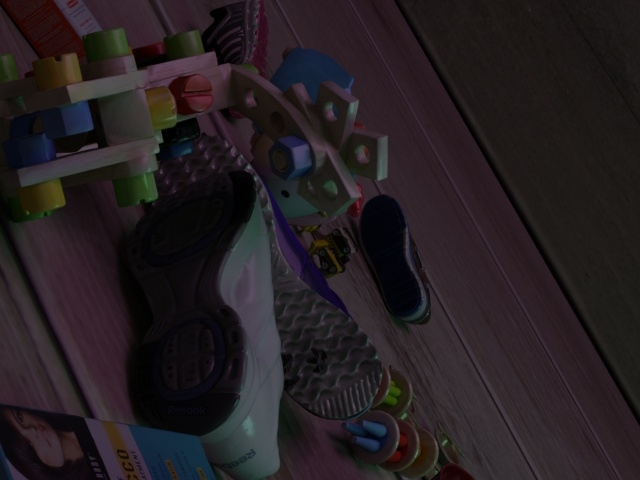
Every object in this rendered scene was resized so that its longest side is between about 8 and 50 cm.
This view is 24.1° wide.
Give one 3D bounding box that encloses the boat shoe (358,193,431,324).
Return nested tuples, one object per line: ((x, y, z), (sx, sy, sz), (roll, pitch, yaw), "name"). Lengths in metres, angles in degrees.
((0.096, 0.028, 1.905), (0.066, 0.066, 0.183), (44, 29, -56), "boat shoe")

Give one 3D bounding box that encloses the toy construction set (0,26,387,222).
((-0.113, -0.090, 1.101), (0.327, 0.215, 0.151), (0, 87, -41), "toy construction set")

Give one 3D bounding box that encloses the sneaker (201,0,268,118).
((-0.105, -0.210, 1.743), (0.063, 0.074, 0.170), (67, 24, -56), "sneaker")

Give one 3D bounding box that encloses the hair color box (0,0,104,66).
((-0.228, -0.189, 1.317), (0.141, 0.043, 0.072), (56, 15, -12), "hair color box")

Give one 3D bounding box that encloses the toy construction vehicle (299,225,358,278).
((0.000, 0.000, 1.706), (0.098, 0.035, 0.086), (58, 25, 11), "toy construction vehicle")

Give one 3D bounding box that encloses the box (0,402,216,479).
((-0.133, 0.160, 0.874), (0.101, 0.060, 0.244), (63, 15, 21), "box")

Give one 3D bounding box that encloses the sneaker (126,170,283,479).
((-0.083, 0.064, 1.184), (0.297, 0.111, 0.129), (-90, 159, -46), "sneaker")

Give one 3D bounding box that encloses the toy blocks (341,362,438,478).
((0.051, 0.167, 1.473), (0.148, 0.054, 0.123), (32, 30, -58), "toy blocks")

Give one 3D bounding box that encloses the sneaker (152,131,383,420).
((-0.048, 0.043, 1.344), (0.293, 0.102, 0.146), (56, -1, 14), "sneaker")

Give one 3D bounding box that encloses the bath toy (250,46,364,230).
((-0.013, -0.075, 1.503), (0.129, 0.151, 0.348), (35, -6, 4), "bath toy")

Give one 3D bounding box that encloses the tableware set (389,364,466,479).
((0.114, 0.216, 1.643), (0.141, 0.020, 0.169), (55, 14, -12), "tableware set")

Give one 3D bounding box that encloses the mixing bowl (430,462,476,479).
((0.117, 0.299, 1.323), (0.181, 0.098, 0.181), (52, 15, -20), "mixing bowl")
